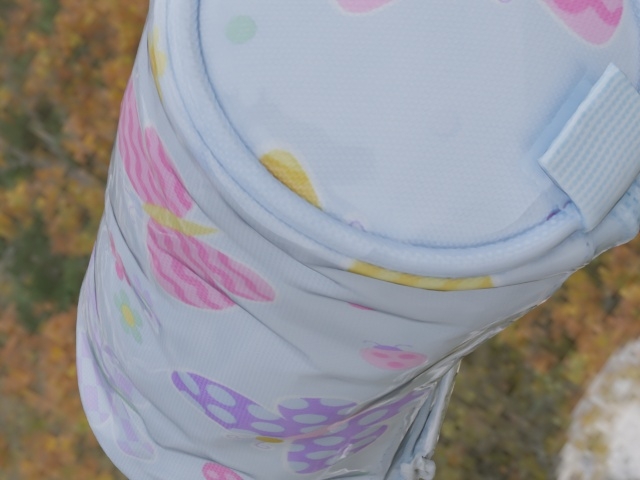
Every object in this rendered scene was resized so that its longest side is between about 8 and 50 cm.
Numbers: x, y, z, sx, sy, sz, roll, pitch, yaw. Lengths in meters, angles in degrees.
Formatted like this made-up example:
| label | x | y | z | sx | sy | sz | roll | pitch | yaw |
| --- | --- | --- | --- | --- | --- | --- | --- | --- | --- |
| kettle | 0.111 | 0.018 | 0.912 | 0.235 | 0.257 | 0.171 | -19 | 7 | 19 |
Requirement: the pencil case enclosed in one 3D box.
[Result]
| label | x | y | z | sx | sy | sz | roll | pitch | yaw |
| --- | --- | --- | --- | --- | --- | --- | --- | --- | --- |
| pencil case | 0.000 | 0.000 | 0.525 | 0.113 | 0.124 | 0.273 | -34 | -12 | -20 |
